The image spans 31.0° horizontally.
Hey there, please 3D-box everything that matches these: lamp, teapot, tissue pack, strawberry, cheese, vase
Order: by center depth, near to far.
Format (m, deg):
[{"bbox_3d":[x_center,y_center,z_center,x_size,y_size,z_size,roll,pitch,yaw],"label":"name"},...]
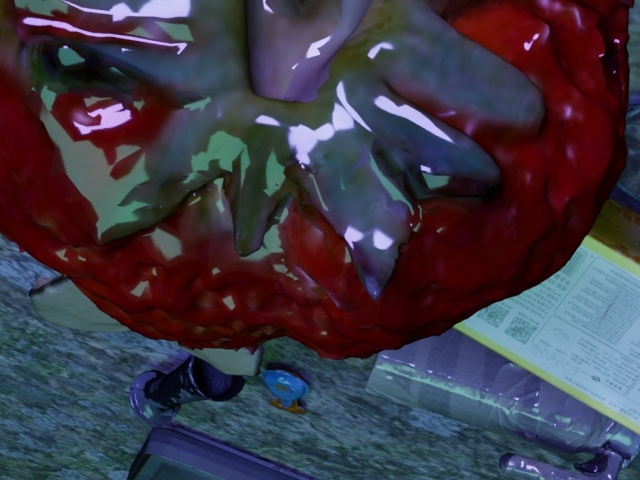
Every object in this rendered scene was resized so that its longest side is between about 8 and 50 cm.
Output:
[{"bbox_3d":[-0.019,-0.075,0.460,0.257,0.257,0.277,24,170,-8],"label":"strawberry"},{"bbox_3d":[0.173,0.043,0.653,0.176,0.062,0.095,29,122,-1],"label":"tissue pack"},{"bbox_3d":[0.134,0.116,0.834,0.200,0.107,0.077,17,151,4],"label":"teapot"},{"bbox_3d":[-0.033,0.145,1.104,0.047,0.017,0.111,19,154,9],"label":"cheese"},{"bbox_3d":[-0.132,0.140,1.115,0.059,0.059,0.167,29,152,-18],"label":"vase"},{"bbox_3d":[-0.108,0.323,1.459,0.269,0.047,0.266,23,153,-7],"label":"lamp"}]

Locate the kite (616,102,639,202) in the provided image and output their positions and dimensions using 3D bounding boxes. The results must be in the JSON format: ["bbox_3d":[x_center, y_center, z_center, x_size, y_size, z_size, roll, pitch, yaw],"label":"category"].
[{"bbox_3d":[0.266,-0.012,0.498,0.368,0.014,0.406,17,141,43],"label":"kite"}]

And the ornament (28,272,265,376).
[{"bbox_3d":[-0.136,0.042,0.942,0.201,0.059,0.180,16,152,1],"label":"ornament"}]
